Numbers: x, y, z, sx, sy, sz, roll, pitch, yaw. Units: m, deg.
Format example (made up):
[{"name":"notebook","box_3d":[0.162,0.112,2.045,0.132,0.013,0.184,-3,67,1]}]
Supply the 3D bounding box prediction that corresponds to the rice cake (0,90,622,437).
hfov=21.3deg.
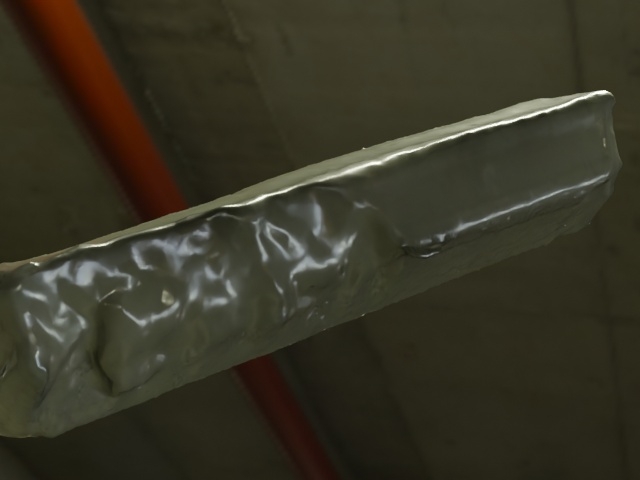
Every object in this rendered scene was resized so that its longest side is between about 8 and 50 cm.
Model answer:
[{"name":"rice cake","box_3d":[0.000,0.000,0.536,0.256,0.052,0.057,-19,-21,-39]}]
